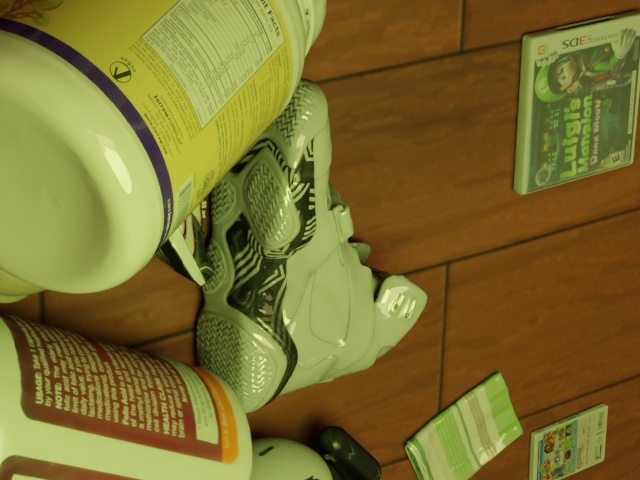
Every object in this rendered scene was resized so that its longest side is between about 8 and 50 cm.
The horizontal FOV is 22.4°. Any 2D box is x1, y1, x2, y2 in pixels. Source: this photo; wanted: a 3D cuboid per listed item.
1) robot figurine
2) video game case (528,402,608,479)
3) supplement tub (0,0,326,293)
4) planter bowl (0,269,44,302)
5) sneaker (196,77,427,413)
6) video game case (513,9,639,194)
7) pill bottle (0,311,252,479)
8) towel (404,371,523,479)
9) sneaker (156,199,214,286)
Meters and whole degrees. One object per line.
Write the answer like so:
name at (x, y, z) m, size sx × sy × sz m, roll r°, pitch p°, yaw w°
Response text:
robot figurine at (-0.019, 0.332, 1.768) m, size 0.174 × 0.209 × 0.278 m, roll -23°, pitch 133°, yaw 19°
video game case at (0.320, 0.266, 2.090) m, size 0.122 × 0.011 × 0.087 m, roll -17°, pitch 122°, yaw -29°
supplement tub at (-0.160, -0.141, 1.335) m, size 0.331 × 0.241 × 0.241 m, roll -52°, pitch 137°, yaw -40°
planter bowl at (-0.278, -0.014, 1.443) m, size 0.162 × 0.162 × 0.109 m, roll 7°, pitch 135°, yaw -38°
sneaker at (0.000, 0.000, 1.653) m, size 0.210 × 0.137 × 0.365 m, roll -7°, pitch 121°, yaw -34°
video game case at (0.298, -0.159, 1.860) m, size 0.173 × 0.022 × 0.190 m, roll -15°, pitch 120°, yaw -29°
pill bottle at (-0.276, 0.184, 1.481) m, size 0.392 × 0.224 × 0.224 m, roll 21°, pitch 99°, yaw -40°
towel at (0.177, 0.242, 1.968) m, size 0.152 × 0.023 × 0.113 m, roll -36°, pitch 129°, yaw -17°
sneaker at (-0.135, -0.035, 1.576) m, size 0.077 × 0.072 × 0.178 m, roll -37°, pitch 130°, yaw -18°
